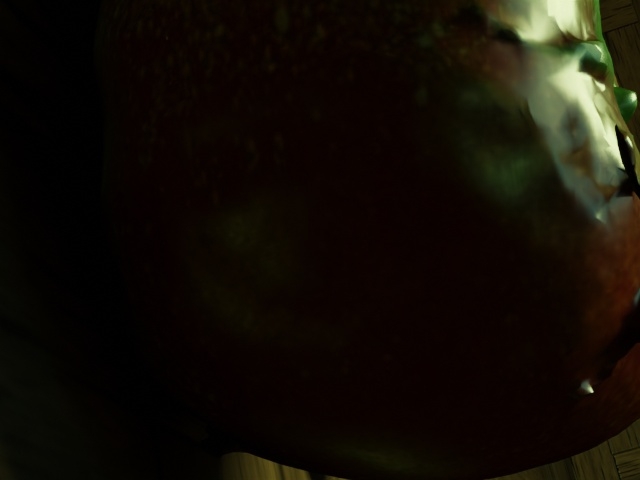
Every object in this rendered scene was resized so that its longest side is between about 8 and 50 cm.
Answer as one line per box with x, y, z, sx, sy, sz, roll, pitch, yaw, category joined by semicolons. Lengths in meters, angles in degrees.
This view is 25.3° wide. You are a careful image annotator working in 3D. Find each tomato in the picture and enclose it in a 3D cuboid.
0.024;-0.031;0.639;0.303;0.239;0.303;-16;90;-78;tomato

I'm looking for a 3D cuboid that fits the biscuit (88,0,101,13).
-0.069;-0.164;0.763;0.319;0.047;0.183;67;36;-64;biscuit
